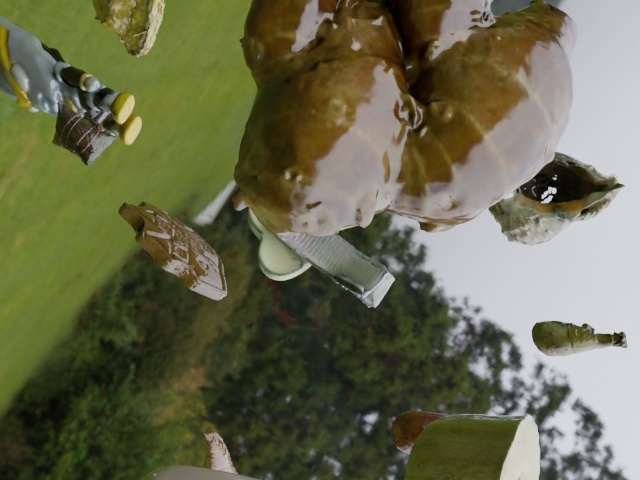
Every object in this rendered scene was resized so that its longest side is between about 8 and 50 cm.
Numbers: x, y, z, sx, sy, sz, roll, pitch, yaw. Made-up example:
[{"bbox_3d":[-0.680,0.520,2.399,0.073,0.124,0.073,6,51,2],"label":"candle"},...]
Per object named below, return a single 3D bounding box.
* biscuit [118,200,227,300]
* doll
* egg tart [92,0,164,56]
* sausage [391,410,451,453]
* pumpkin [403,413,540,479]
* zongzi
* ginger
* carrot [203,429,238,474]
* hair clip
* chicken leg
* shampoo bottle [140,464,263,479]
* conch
[{"bbox_3d":[-0.239,0.004,1.523,0.034,0.215,0.182,-45,-154,12],"label":"biscuit"},{"bbox_3d":[-0.402,-0.235,1.374,0.103,0.316,0.145,-63,163,-4],"label":"doll"},{"bbox_3d":[-0.431,-0.551,2.035,0.295,0.116,0.295,17,-71,62],"label":"egg tart"},{"bbox_3d":[0.307,0.432,2.018,0.102,0.330,0.102,-40,-136,55],"label":"sausage"},{"bbox_3d":[0.277,0.467,1.715,0.332,0.199,0.332,-36,131,-57],"label":"pumpkin"},{"bbox_3d":[-0.306,-0.140,1.150,0.067,0.083,0.073,-58,157,-44],"label":"zongzi"},{"bbox_3d":[0.085,-0.145,0.859,0.152,0.357,0.274,147,-64,-77],"label":"ginger"},{"bbox_3d":[-0.155,0.339,1.419,0.224,0.057,0.057,91,21,-55],"label":"carrot"},{"bbox_3d":[0.002,-0.001,1.216,0.159,0.218,0.071,-49,159,-19],"label":"hair clip"},{"bbox_3d":[0.497,0.186,1.781,0.093,0.178,0.070,-51,139,-68],"label":"chicken leg"},{"bbox_3d":[-0.134,0.317,1.044,0.078,0.257,0.127,-28,-119,41],"label":"shampoo bottle"},{"bbox_3d":[0.334,-0.067,1.357,0.207,0.155,0.130,-7,-112,39],"label":"conch"}]
